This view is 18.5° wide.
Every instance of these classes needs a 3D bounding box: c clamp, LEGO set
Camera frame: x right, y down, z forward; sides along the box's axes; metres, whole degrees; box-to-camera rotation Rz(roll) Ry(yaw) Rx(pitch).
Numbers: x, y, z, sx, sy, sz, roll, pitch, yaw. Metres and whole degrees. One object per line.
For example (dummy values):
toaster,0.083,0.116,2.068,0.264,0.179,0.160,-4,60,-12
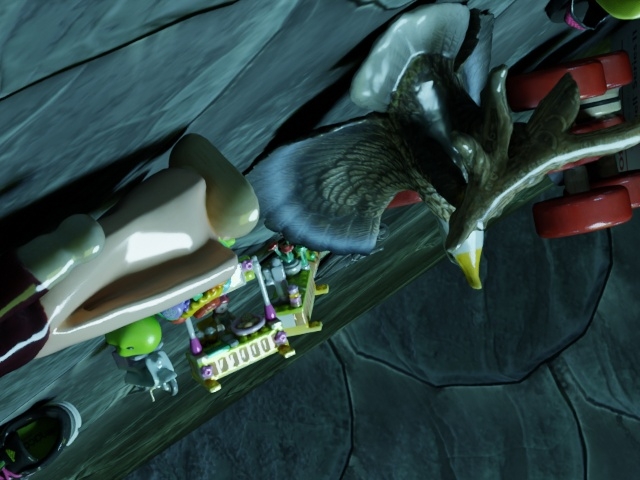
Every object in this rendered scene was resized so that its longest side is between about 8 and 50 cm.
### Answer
c clamp,0.042,0.013,2.506,0.137,0.022,0.161,-28,173,-20
LEGO set,-0.071,0.045,1.915,0.132,0.107,0.287,7,-148,42

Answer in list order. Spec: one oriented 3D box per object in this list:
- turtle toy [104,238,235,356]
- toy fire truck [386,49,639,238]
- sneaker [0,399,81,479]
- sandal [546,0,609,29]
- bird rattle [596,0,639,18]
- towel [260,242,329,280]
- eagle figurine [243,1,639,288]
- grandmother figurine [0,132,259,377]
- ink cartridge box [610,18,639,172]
turtle toy,-0.120,0.039,1.567,0.130,0.066,0.095,-35,174,-3
toy fire truck,0.204,-0.090,2.071,0.253,0.169,0.302,-10,-175,22
sneaker,-0.309,0.218,1.947,0.170,0.063,0.075,-39,175,-12
sandal,0.236,-0.210,1.716,0.067,0.040,0.179,-36,174,2
bird rattle,0.188,-0.231,1.143,0.207,0.143,0.253,-25,-164,45
towel,0.000,0.000,2.118,0.110,0.027,0.148,-39,173,26
eagle figurine,0.079,-0.069,1.491,0.226,0.225,0.298,11,-172,-24
grandmother figurine,-0.183,0.047,1.155,0.342,0.104,0.208,-34,166,-39
ink cartridge box,0.409,-0.155,2.147,0.119,0.207,0.353,1,169,-12
